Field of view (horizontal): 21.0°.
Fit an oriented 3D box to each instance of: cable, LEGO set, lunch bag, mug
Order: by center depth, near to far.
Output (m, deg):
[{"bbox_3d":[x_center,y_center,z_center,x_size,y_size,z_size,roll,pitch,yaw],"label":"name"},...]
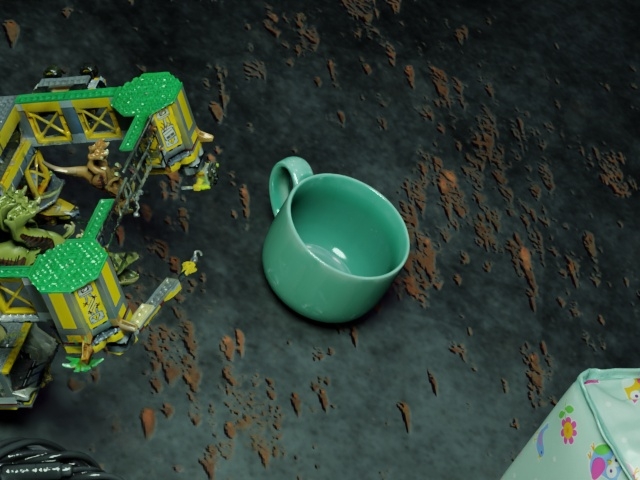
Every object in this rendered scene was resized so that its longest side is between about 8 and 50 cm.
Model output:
[{"bbox_3d":[-0.226,0.218,1.389,0.184,0.047,0.150,34,43,3],"label":"cable"},{"bbox_3d":[-0.213,0.021,1.447,0.255,0.192,0.331,-8,39,12],"label":"LEGO set"},{"bbox_3d":[0.282,0.270,1.505,0.160,0.223,0.262,-6,56,-26],"label":"lunch bag"},{"bbox_3d":[0.008,0.005,1.680,0.129,0.097,0.158,14,45,-18],"label":"mug"}]
